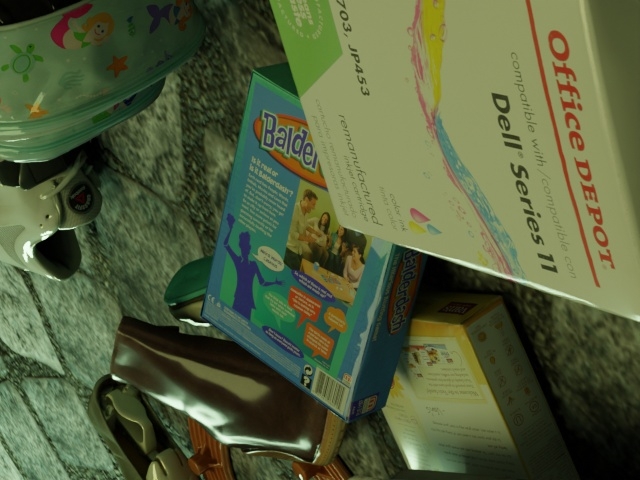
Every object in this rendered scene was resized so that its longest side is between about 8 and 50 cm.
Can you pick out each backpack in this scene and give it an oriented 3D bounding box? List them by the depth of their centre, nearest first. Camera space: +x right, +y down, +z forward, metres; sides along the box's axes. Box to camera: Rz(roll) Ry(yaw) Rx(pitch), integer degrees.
[{"bbox_3d":[-0.213,-0.175,1.295,0.253,0.225,0.191,30,143,47],"label":"backpack"}]

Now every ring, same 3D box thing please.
[{"bbox_3d":[-0.033,0.276,1.672,0.336,0.032,0.336,41,149,32],"label":"ring"}]

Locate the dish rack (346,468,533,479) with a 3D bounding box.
[{"bbox_3d":[0.164,0.274,1.173,0.285,0.072,0.333,63,156,-8],"label":"dish rack"}]

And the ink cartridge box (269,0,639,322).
[{"bbox_3d":[0.128,-0.085,0.928,0.353,0.119,0.207,18,132,52],"label":"ink cartridge box"}]

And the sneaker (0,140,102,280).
[{"bbox_3d":[-0.264,-0.088,1.618,0.146,0.122,0.330,29,144,15],"label":"sneaker"}]

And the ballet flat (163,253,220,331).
[{"bbox_3d":[-0.048,0.039,1.418,0.086,0.086,0.248,62,154,-7],"label":"ballet flat"}]

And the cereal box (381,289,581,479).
[{"bbox_3d":[0.116,0.150,1.271,0.173,0.047,0.240,3,121,60],"label":"cereal box"}]

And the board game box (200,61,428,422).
[{"bbox_3d":[0.000,0.000,1.224,0.160,0.047,0.210,34,124,32],"label":"board game box"}]

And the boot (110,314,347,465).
[{"bbox_3d":[-0.076,0.116,1.427,0.207,0.090,0.248,23,157,-2],"label":"boot"}]

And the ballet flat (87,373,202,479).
[{"bbox_3d":[-0.180,0.229,1.821,0.213,0.072,0.068,50,147,24],"label":"ballet flat"}]
